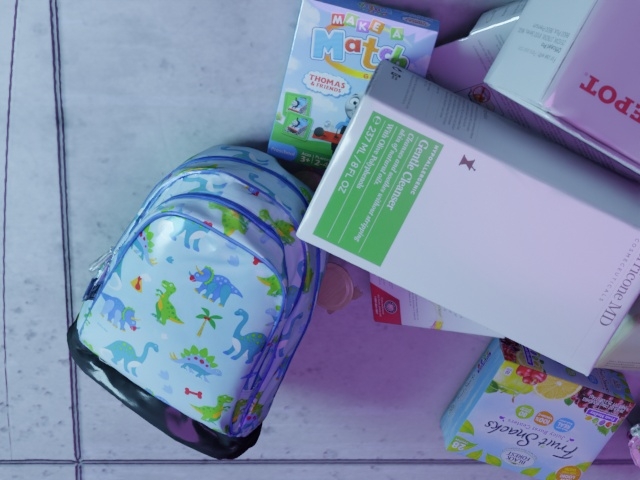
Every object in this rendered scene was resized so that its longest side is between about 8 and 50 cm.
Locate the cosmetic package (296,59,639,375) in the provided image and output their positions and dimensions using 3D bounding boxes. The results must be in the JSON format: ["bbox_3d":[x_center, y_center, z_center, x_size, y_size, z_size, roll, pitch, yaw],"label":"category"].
[{"bbox_3d":[0.184,-0.029,1.620,0.366,0.155,0.197,25,115,0],"label":"cosmetic package"}]

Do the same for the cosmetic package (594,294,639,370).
[{"bbox_3d":[0.449,0.063,1.764,0.160,0.113,0.309,3,158,-7],"label":"cosmetic package"}]

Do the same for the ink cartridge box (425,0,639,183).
[{"bbox_3d":[0.248,-0.144,1.705,0.239,0.060,0.275,-15,117,36],"label":"ink cartridge box"}]

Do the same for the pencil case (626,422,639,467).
[{"bbox_3d":[0.578,0.201,1.932,0.167,0.160,0.386,7,129,-43],"label":"pencil case"}]

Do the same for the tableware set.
[{"bbox_3d":[0.000,0.000,1.788,0.169,0.020,0.141,41,119,9],"label":"tableware set"}]

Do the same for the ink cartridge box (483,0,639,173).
[{"bbox_3d":[0.400,-0.258,1.520,0.285,0.166,0.395,28,96,-21],"label":"ink cartridge box"}]

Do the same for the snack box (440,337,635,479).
[{"bbox_3d":[0.296,0.237,1.985,0.207,0.070,0.174,20,120,-16],"label":"snack box"}]

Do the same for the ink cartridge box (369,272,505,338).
[{"bbox_3d":[0.154,0.044,1.806,0.175,0.072,0.127,7,126,18],"label":"ink cartridge box"}]

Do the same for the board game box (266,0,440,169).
[{"bbox_3d":[0.036,-0.177,1.688,0.160,0.039,0.211,14,122,-1],"label":"board game box"}]

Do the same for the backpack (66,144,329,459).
[{"bbox_3d":[-0.134,0.061,1.738,0.290,0.273,0.355,36,104,7],"label":"backpack"}]
